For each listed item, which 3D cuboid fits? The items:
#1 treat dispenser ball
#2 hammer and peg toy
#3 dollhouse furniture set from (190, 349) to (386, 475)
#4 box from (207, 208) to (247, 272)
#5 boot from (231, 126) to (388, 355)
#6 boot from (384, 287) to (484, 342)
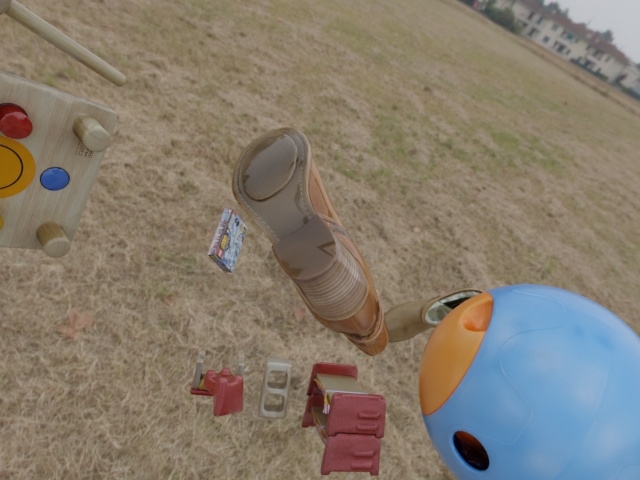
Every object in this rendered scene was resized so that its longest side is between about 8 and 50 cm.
[{"bbox_3d":[0.274,0.201,0.553,0.288,0.288,0.288,21,36,-15],"label":"treat dispenser ball"},{"bbox_3d":[-0.414,-0.148,0.570,0.127,0.361,0.265,40,18,35],"label":"hammer and peg toy"},{"bbox_3d":[-0.077,0.341,0.859,0.373,0.152,0.201,9,0,-11],"label":"dollhouse furniture set"},{"bbox_3d":[-0.233,0.000,1.076,0.027,0.094,0.137,3,59,19],"label":"box"},{"bbox_3d":[0.000,0.000,0.542,0.283,0.109,0.220,58,2,41],"label":"boot"},{"bbox_3d":[0.232,0.167,0.944,0.269,0.236,0.089,42,24,-77],"label":"boot"}]
